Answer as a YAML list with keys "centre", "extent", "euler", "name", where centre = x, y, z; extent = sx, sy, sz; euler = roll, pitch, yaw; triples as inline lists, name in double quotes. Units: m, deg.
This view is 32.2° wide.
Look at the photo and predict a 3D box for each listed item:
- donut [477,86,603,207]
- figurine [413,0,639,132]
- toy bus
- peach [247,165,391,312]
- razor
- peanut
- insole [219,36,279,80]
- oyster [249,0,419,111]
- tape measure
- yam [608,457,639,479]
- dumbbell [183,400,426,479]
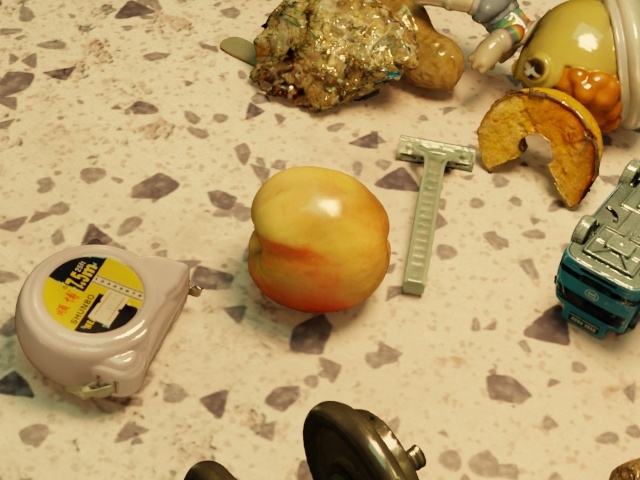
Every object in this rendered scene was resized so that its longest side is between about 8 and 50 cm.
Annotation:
- centre: [0.312, -0.142, 1.527]
  extent: [0.181, 0.146, 0.078]
  euler: [27, 36, 25]
  name: "donut"
- centre: [0.321, -0.303, 1.595]
  extent: [0.381, 0.205, 0.224]
  euler: [23, 20, -1]
  name: "figurine"
- centre: [0.391, 0.006, 1.388]
  extent: [0.113, 0.134, 0.246]
  euler: [31, 50, 21]
  name: "toy bus"
- centre: [0.000, 0.000, 1.339]
  extent: [0.184, 0.184, 0.184]
  euler: [2, 45, -2]
  name: "peach"
- centre: [0.142, -0.044, 1.473]
  extent: [0.111, 0.056, 0.278]
  euler: [10, 45, 4]
  name: "razor"
- centre: [0.137, -0.307, 1.699]
  extent: [0.095, 0.108, 0.226]
  euler: [-19, 52, -28]
  name: "peanut"
- centre: [-0.080, -0.274, 1.722]
  extent: [0.188, 0.004, 0.064]
  euler: [32, 50, 24]
  name: "insole"
- centre: [0.023, -0.281, 1.641]
  extent: [0.259, 0.092, 0.198]
  euler: [20, 87, 12]
  name: "oyster"
- centre: [-0.259, 0.089, 1.289]
  extent: [0.178, 0.105, 0.196]
  euler: [23, 49, 9]
  name: "tape measure"
- centre: [0.411, 0.266, 1.144]
  extent: [0.238, 0.129, 0.128]
  euler: [-11, 82, -14]
  name: "yam"
- centre: [-0.018, 0.270, 1.061]
  extent: [0.289, 0.192, 0.192]
  euler: [-23, 51, -25]
  name: "dumbbell"
